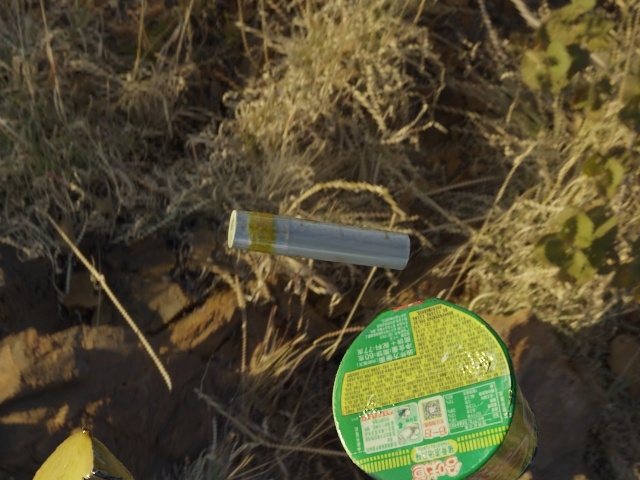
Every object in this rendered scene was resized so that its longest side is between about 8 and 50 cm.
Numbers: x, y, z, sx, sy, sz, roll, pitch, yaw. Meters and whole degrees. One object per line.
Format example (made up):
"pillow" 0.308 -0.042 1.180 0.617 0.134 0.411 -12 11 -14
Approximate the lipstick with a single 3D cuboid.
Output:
"lipstick" 0.000 0.000 1.435 0.264 0.059 0.059 7 72 -13

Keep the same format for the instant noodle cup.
"instant noodle cup" 0.153 0.196 1.122 0.207 0.233 0.207 -11 65 24

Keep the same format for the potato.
"potato" -0.239 0.290 1.028 0.138 0.243 0.098 29 31 -28
